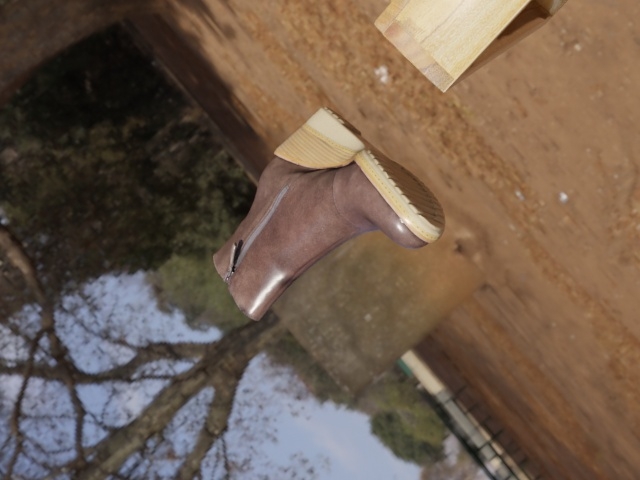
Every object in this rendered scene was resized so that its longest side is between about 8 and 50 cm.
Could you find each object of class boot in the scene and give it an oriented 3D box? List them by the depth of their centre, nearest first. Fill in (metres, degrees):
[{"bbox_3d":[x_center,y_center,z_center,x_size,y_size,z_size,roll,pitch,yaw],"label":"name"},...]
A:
[{"bbox_3d":[0.000,0.000,0.893,0.090,0.207,0.248,27,-166,-36],"label":"boot"}]

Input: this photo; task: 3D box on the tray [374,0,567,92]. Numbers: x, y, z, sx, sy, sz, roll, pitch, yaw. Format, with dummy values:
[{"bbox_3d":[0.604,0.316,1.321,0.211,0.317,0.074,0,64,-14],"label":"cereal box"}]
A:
[{"bbox_3d":[0.192,-0.249,0.734,0.076,0.203,0.411,45,-151,4],"label":"tray"}]
